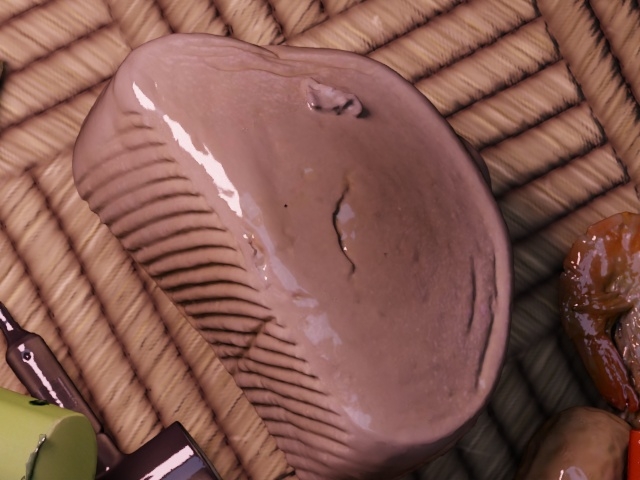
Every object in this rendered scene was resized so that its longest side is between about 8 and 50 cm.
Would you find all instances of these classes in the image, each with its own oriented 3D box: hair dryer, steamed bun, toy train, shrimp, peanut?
[{"bbox_3d":[-0.222,0.166,1.227,0.195,0.078,0.248,-35,77,-6],"label":"hair dryer"},{"bbox_3d":[0.001,-0.005,1.171,0.236,0.247,0.383,-35,86,-27],"label":"steamed bun"},{"bbox_3d":[-0.272,0.172,1.150,0.253,0.105,0.157,13,96,34],"label":"toy train"},{"bbox_3d":[0.258,0.084,1.264,0.115,0.051,0.217,-2,87,-3],"label":"shrimp"},{"bbox_3d":[0.161,0.243,1.212,0.263,0.101,0.117,-43,101,-4],"label":"peanut"}]

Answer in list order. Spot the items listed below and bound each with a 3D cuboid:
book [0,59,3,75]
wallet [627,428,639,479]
[{"bbox_3d":[-0.387,-0.033,1.252,0.201,0.026,0.289,7,84,-3],"label":"book"},{"bbox_3d":[0.302,0.255,1.219,0.142,0.045,0.204,6,86,-35],"label":"wallet"}]
